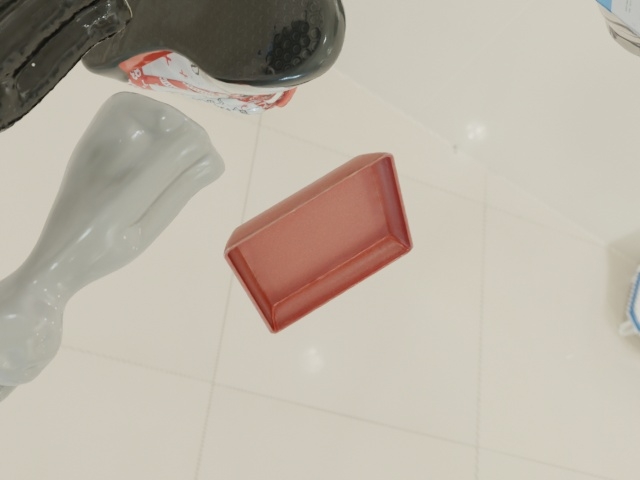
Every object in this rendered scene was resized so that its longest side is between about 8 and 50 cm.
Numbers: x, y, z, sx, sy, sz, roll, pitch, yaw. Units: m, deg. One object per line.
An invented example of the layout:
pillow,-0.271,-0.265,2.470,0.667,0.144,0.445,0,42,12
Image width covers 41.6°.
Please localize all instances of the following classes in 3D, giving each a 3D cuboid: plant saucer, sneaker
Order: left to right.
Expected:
sneaker,-0.046,-0.143,0.613,0.145,0.270,0.090,5,93,-46
plant saucer,0.000,0.000,1.196,0.258,0.259,0.048,-31,57,-6

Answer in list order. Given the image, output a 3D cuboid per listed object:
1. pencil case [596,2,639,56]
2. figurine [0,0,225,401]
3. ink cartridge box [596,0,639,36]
pencil case,0.370,-0.312,0.891,0.410,0.183,0.160,10,93,-64
figurine,-0.171,-0.024,0.460,0.092,0.215,0.209,24,68,31
ink cartridge box,0.184,-0.135,0.398,0.052,0.089,0.122,-17,47,-9
